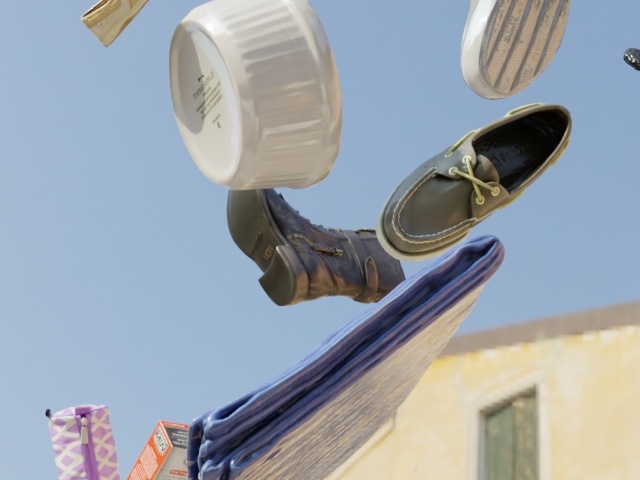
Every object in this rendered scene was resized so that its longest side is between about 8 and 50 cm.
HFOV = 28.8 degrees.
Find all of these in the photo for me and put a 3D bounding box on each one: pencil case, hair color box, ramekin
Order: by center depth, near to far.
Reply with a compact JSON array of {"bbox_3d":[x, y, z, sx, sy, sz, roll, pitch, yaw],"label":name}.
[{"bbox_3d":[-0.154,0.249,1.238,0.072,0.043,0.141,17,-66,-35],"label":"hair color box"},{"bbox_3d":[-0.092,-0.186,1.580,0.127,0.273,0.273,-17,-28,-26],"label":"ramekin"},{"bbox_3d":[-0.302,0.313,1.646,0.086,0.206,0.088,-11,-2,-29],"label":"pencil case"}]

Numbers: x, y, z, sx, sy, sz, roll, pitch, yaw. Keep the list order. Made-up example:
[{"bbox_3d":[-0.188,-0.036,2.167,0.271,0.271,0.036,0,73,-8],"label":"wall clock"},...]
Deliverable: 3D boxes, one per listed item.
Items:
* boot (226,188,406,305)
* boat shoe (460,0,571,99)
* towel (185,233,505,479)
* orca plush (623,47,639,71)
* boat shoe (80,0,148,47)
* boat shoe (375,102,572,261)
[{"bbox_3d":[0.000,0.000,1.791,0.229,0.263,0.091,-1,-36,-38],"label":"boot"},{"bbox_3d":[0.215,-0.273,1.371,0.094,0.302,0.109,-6,-41,49],"label":"boat shoe"},{"bbox_3d":[-0.009,0.129,0.856,0.040,0.243,0.336,49,-27,14],"label":"towel"},{"bbox_3d":[0.461,-0.283,1.715,0.102,0.287,0.151,-10,-26,25],"label":"orca plush"},{"bbox_3d":[-0.248,-0.317,1.586,0.059,0.063,0.170,37,-56,-16],"label":"boat shoe"},{"bbox_3d":[0.193,-0.080,1.543,0.109,0.305,0.091,52,-29,6],"label":"boat shoe"}]
